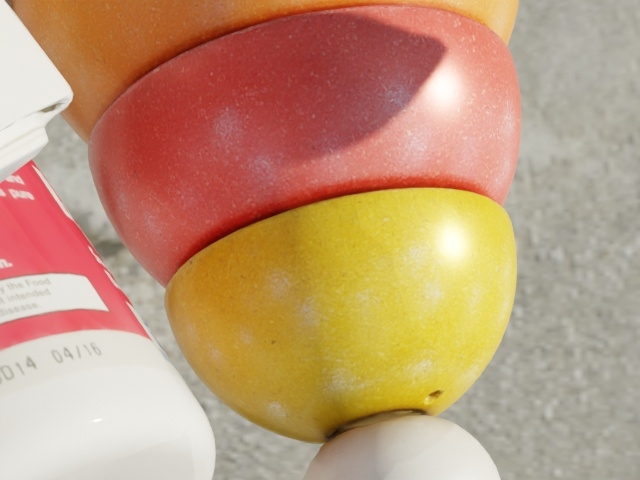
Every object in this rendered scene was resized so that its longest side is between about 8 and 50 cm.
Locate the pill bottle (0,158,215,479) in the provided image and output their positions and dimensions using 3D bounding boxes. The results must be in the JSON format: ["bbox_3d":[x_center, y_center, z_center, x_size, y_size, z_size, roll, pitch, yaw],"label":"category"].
[{"bbox_3d":[-0.247,0.011,0.923,0.229,0.229,0.408,-23,62,-27],"label":"pill bottle"}]

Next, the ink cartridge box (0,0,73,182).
[{"bbox_3d":[-0.190,-0.061,0.331,0.237,0.172,0.100,54,25,-6],"label":"ink cartridge box"}]

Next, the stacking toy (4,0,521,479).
[{"bbox_3d":[0.000,0.000,1.091,0.350,0.350,0.480,0,68,-28],"label":"stacking toy"}]
